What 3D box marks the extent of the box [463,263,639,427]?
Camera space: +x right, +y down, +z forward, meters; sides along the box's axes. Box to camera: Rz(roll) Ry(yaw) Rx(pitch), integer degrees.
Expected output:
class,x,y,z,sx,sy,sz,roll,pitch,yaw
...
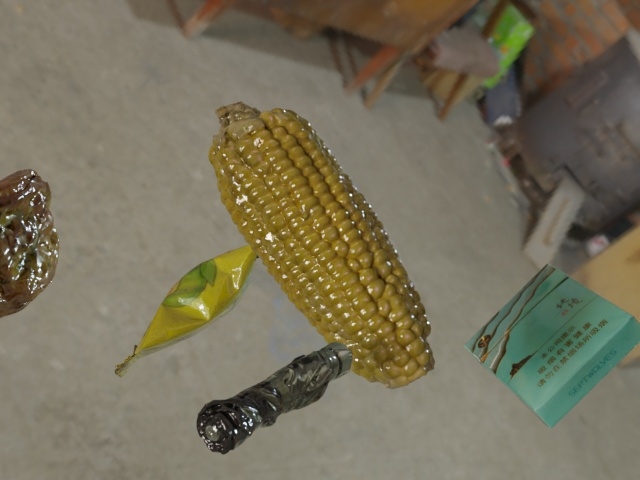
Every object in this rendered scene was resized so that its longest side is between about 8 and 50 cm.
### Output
class,x,y,z,sx,sy,sz,roll,pitch,yaw
box,0.284,0.124,1.455,0.041,0.162,0.229,46,0,-21

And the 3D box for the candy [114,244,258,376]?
class,x,y,z,sx,sy,sz,roll,pitch,yaw
candy,-0.169,0.085,1.623,0.081,0.297,0.187,45,-12,0

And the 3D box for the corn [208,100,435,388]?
class,x,y,z,sx,sy,sz,roll,pitch,yaw
corn,0.000,0.000,1.206,0.347,0.130,0.130,56,27,4

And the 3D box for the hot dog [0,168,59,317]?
class,x,y,z,sx,sy,sz,roll,pitch,yaw
hot dog,-0.475,0.002,1.746,0.272,0.122,0.196,-42,133,-55

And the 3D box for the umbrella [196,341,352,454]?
class,x,y,z,sx,sy,sz,roll,pitch,yaw
umbrella,-0.032,0.135,1.019,0.050,0.046,0.188,16,22,33
